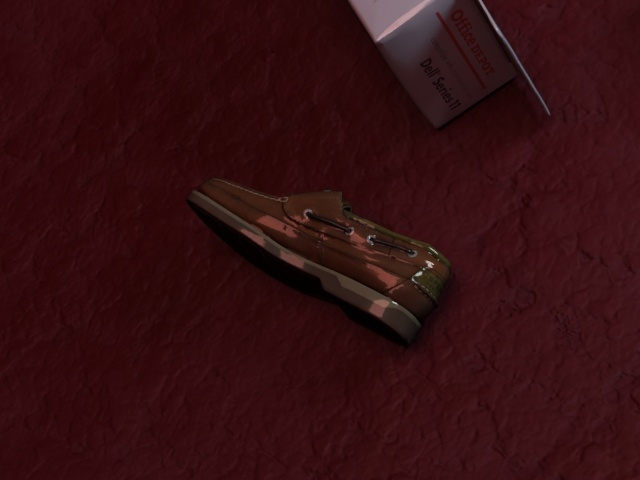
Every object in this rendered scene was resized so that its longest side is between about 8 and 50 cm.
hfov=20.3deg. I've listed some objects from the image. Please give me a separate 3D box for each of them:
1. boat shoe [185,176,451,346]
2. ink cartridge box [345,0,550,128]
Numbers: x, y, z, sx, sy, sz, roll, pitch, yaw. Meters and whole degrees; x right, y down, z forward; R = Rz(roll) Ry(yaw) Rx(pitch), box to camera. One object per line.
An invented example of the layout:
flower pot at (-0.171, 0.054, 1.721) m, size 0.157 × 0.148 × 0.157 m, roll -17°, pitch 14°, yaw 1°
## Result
boat shoe at (0.000, 0.000, 1.909) m, size 0.307 × 0.111 × 0.104 m, roll 30°, pitch 78°, yaw 23°
ink cartridge box at (0.093, -0.265, 1.915) m, size 0.119 × 0.207 × 0.353 m, roll -34°, pitch 57°, yaw 6°
